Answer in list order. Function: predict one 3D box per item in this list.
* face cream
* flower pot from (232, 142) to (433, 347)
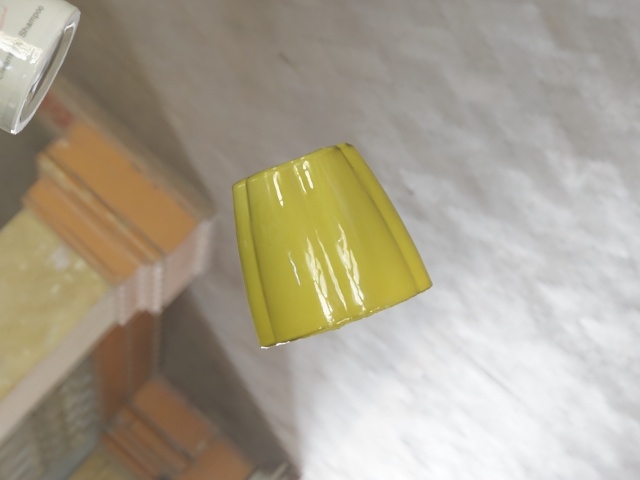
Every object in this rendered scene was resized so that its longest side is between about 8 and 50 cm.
[{"bbox_3d":[-0.432,-0.249,1.522,0.369,0.145,0.145,27,162,-5],"label":"face cream"},{"bbox_3d":[0.000,0.000,1.640,0.195,0.195,0.179,-18,91,69],"label":"flower pot"}]
